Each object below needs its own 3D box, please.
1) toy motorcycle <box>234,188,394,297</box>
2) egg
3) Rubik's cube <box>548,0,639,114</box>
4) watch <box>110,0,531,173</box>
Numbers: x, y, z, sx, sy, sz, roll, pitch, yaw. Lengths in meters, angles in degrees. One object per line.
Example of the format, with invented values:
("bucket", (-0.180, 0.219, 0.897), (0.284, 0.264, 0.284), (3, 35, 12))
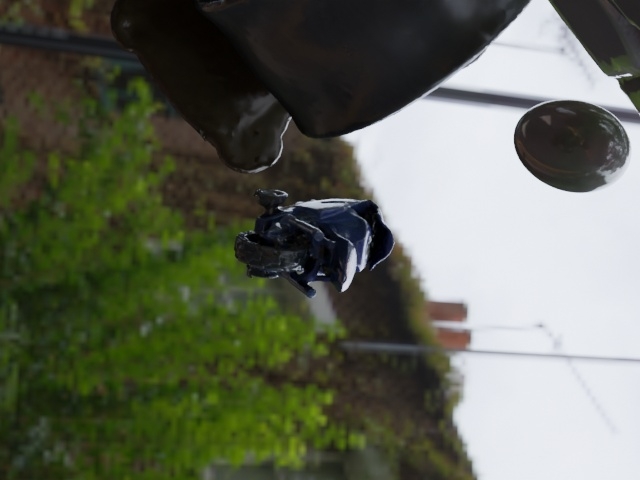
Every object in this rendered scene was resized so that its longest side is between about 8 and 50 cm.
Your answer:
("toy motorcycle", (0.000, 0.000, 1.360), (0.205, 0.114, 0.076), (-38, 137, -72))
("egg", (0.280, -0.106, 1.784), (0.135, 0.103, 0.103), (19, -75, 28))
("Rubik's cube", (0.198, -0.176, 0.488), (0.291, 0.292, 0.290), (54, 2, -3))
("watch", (0.023, -0.213, 1.360), (0.335, 0.314, 0.327), (-42, -161, -8))
